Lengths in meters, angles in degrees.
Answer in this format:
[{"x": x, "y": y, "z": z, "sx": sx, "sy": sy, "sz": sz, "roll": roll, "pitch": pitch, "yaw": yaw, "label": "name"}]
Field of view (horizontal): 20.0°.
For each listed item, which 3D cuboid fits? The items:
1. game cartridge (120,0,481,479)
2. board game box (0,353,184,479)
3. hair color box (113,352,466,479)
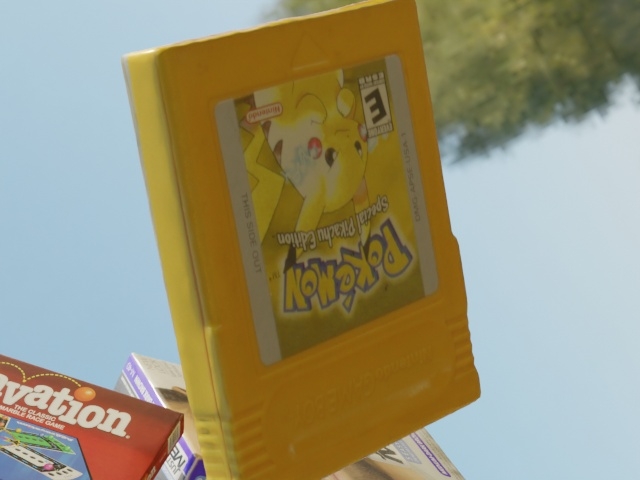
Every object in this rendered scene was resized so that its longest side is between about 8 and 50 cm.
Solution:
[{"x": 0.000, "y": 0.000, "z": 1.307, "sx": 0.285, "sy": 0.053, "sz": 0.323, "roll": -20, "pitch": -78, "yaw": -48, "label": "game cartridge"}, {"x": -0.268, "y": 0.153, "z": 1.484, "sx": 0.145, "sy": 0.281, "sz": 0.027, "roll": -58, "pitch": -20, "yaw": -49, "label": "board game box"}, {"x": -0.021, "y": 0.222, "z": 1.673, "sx": 0.339, "sy": 0.110, "sz": 0.185, "roll": 15, "pitch": -161, "yaw": -31, "label": "hair color box"}]
